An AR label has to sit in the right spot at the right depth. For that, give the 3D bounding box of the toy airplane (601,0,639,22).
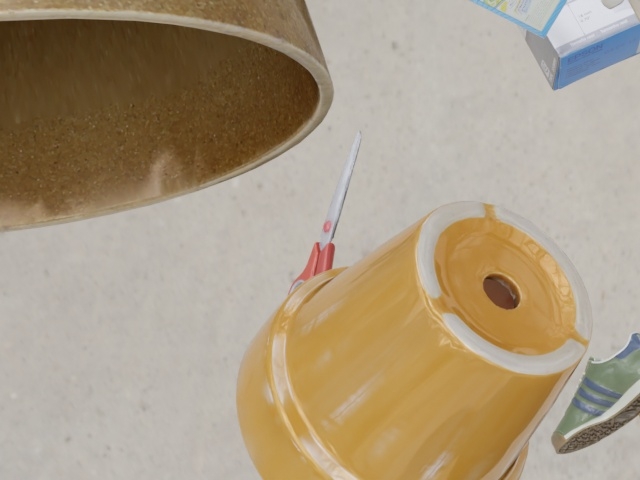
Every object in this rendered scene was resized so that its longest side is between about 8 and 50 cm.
[{"bbox_3d":[0.228,-0.419,1.290,0.272,0.386,0.384,-28,48,40],"label":"toy airplane"}]

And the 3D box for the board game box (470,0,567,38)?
[{"bbox_3d":[0.159,-0.240,0.967,0.103,0.154,0.026,26,29,-7],"label":"board game box"}]

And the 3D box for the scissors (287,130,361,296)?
[{"bbox_3d":[0.000,0.000,1.736,0.109,0.021,0.297,-13,65,52],"label":"scissors"}]

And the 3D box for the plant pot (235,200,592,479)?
[{"bbox_3d":[0.073,0.079,0.862,0.205,0.188,0.205,16,50,-20],"label":"plant pot"}]

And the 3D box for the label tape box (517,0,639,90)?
[{"bbox_3d":[0.353,-0.402,1.771,0.241,0.106,0.333,-24,70,-2],"label":"label tape box"}]

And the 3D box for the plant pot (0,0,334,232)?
[{"bbox_3d":[-0.131,-0.152,0.477,0.237,0.237,0.254,-10,79,3],"label":"plant pot"}]

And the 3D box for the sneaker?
[{"bbox_3d":[0.352,0.186,1.625,0.064,0.192,0.086,9,50,-38],"label":"sneaker"}]
